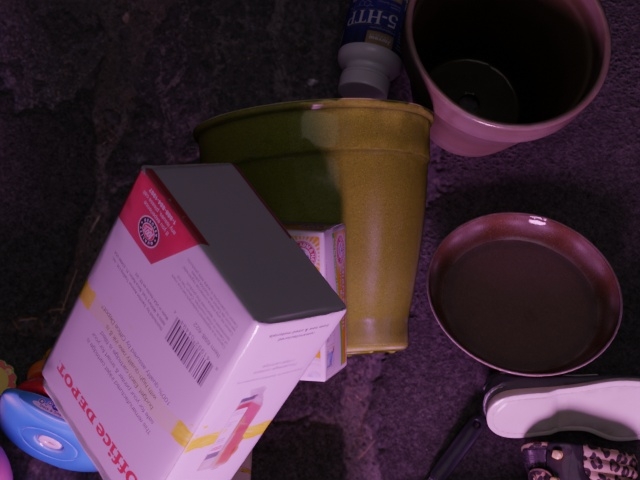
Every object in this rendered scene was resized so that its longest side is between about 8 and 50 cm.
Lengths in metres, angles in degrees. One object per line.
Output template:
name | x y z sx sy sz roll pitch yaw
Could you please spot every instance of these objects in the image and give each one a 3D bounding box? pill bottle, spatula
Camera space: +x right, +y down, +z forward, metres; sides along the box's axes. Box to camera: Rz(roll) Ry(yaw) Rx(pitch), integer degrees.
pill bottle | 0.089 -0.326 2.118 0.112 0.112 0.187 13 70 -2
spatula | 0.162 0.382 1.929 0.084 0.030 0.296 36 71 8

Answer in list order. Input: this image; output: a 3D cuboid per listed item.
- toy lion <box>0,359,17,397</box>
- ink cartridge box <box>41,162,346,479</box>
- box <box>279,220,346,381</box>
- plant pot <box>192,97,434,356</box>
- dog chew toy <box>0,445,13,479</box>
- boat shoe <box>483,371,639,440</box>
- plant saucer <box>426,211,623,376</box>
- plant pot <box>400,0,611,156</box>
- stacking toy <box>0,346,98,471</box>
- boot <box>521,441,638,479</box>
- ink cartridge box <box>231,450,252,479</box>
toy lion | -0.511 0.220 1.903 0.096 0.034 0.100 33 71 -3
ink cartridge box | -0.178 0.131 1.643 0.160 0.385 0.279 -7 49 -46
box | -0.031 0.078 1.704 0.114 0.103 0.203 1 97 17
plant pot | 0.000 0.000 1.897 0.366 0.366 0.353 -3 84 -8
dog chew toy | -0.481 0.415 1.758 0.206 0.206 0.332 -37 88 -17
boat shoe | 0.408 0.241 1.965 0.319 0.116 0.099 -2 29 -4
plant saucer | 0.319 0.091 2.001 0.310 0.050 0.311 2 52 -3
plant pot | 0.270 -0.271 2.032 0.323 0.280 0.323 2 70 -6
stacking toy | -0.341 0.177 1.891 0.175 0.166 0.302 23 55 -1
boot | 0.317 0.443 1.870 0.377 0.138 0.284 7 72 -9
ink cartridge box | -0.160 0.356 1.810 0.115 0.198 0.067 8 106 -4
